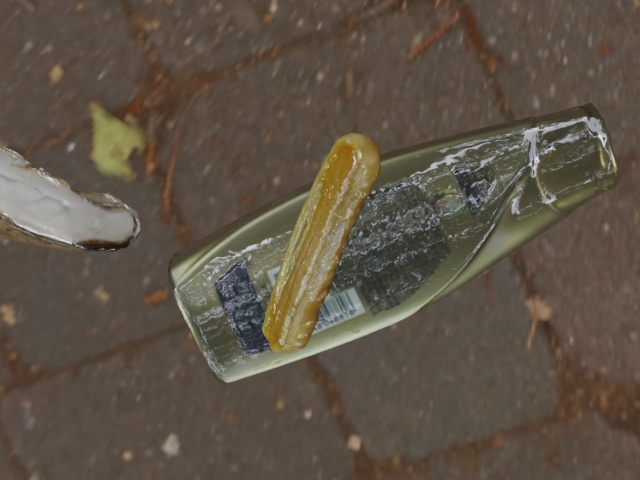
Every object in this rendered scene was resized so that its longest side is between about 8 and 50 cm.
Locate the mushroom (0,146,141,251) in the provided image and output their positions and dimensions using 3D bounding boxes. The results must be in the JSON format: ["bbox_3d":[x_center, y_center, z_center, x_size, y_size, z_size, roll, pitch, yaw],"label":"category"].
[{"bbox_3d":[-0.261,-0.037,1.560,0.210,0.094,0.072,29,73,-22],"label":"mushroom"}]

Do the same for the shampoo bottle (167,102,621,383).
[{"bbox_3d":[0.060,-0.006,1.407,0.350,0.084,0.125,-25,103,6],"label":"shampoo bottle"}]

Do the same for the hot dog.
[{"bbox_3d":[0.001,0.000,0.990,0.028,0.044,0.137,1,124,-30],"label":"hot dog"}]
